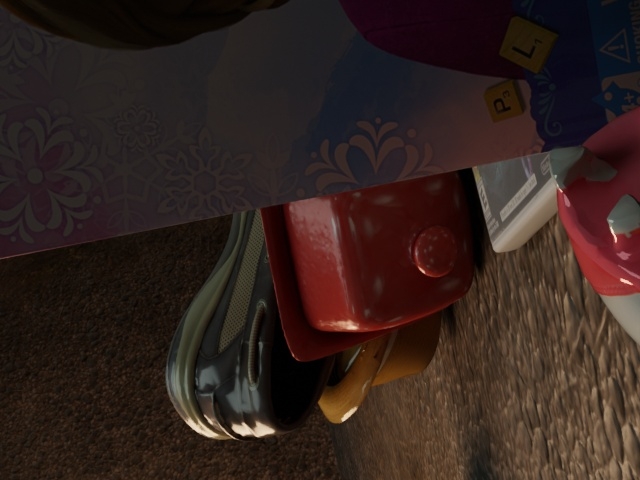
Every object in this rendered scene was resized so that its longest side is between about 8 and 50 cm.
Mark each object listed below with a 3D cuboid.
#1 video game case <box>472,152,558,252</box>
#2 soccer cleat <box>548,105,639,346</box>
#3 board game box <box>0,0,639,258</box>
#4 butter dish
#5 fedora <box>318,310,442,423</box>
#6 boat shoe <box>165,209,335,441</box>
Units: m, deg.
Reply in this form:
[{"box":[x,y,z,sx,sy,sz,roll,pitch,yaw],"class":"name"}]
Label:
[{"box":[0.099,-0.096,0.601,0.190,0.022,0.173,101,157,-77],"class":"video game case"},{"box":[0.138,0.046,0.284,0.095,0.083,0.248,46,-169,-37],"class":"soccer cleat"},{"box":[-0.048,-0.167,0.413,0.066,0.317,0.319,-150,48,-83],"class":"board game box"},{"box":[0.052,0.000,0.789,0.118,0.160,0.160,13,117,59],"class":"butter dish"},{"box":[0.055,0.072,0.981,0.194,0.079,0.194,-167,90,-73],"class":"fedora"},{"box":[0.000,0.000,0.912,0.132,0.130,0.356,29,-105,-44],"class":"boat shoe"}]
